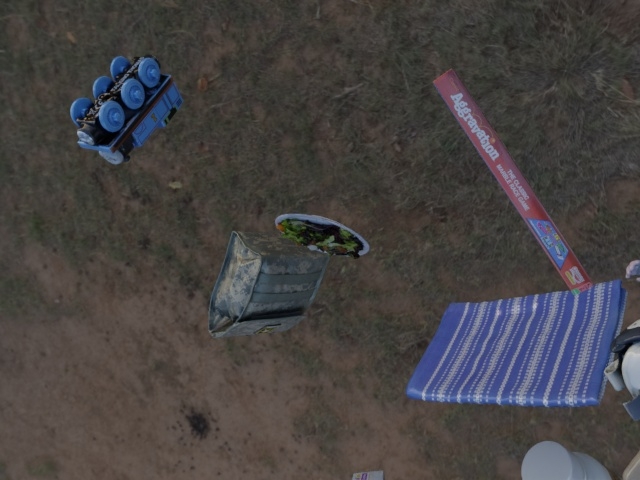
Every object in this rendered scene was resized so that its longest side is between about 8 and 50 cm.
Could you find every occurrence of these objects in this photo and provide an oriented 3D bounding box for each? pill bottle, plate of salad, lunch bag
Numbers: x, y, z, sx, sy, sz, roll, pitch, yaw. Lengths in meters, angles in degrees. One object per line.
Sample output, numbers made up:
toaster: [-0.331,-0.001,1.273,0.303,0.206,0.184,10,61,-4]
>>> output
pill bottle: [0.488,0.469,0.859,0.229,0.131,0.131,36,123,-14]
plate of salad: [0.000,0.000,0.950,0.199,0.200,0.048,8,69,25]
lunch bag: [-0.141,0.134,1.211,0.169,0.235,0.287,38,115,41]

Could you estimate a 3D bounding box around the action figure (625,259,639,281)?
action figure: [0.712,0.002,0.765,0.248,0.275,0.370,37,157,26]

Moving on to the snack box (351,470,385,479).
snack box: [0.047,0.277,0.418,0.037,0.141,0.100,-7,76,7]

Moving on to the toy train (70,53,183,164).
toy train: [-0.286,-0.196,0.701,0.080,0.184,0.105,11,148,21]

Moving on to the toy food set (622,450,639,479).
toy food set: [0.410,0.201,0.358,0.092,0.306,0.220,36,95,-4]

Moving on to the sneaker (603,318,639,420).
sneaker: [0.289,0.082,0.310,0.153,0.235,0.094,-30,89,-8]

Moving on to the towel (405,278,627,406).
towel: [0.311,0.171,0.783,0.336,0.243,0.040,-22,110,50]

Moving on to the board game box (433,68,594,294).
board game box: [0.225,-0.080,0.559,0.027,0.145,0.281,-33,98,25]
